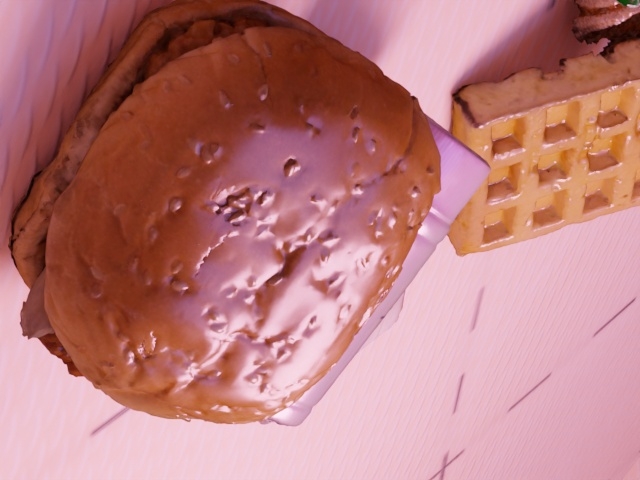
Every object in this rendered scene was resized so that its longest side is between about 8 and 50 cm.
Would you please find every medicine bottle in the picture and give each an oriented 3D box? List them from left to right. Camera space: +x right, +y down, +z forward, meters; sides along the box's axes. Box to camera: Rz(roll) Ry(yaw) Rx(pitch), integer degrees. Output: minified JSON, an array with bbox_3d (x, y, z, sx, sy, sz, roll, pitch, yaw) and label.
[{"bbox_3d":[0.000,0.000,1.304,0.254,0.152,0.152,-52,156,5],"label":"medicine bottle"}]

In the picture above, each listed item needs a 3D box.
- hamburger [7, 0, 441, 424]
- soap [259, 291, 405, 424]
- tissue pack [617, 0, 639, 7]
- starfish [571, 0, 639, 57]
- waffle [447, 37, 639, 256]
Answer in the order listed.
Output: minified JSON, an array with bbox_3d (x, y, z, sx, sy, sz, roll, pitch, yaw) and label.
[{"bbox_3d":[-0.061,-0.012,1.119,0.259,0.144,0.283,14,116,-40],"label":"hamburger"},{"bbox_3d":[-0.002,0.071,1.516,0.183,0.064,0.121,-36,153,-29],"label":"soap"},{"bbox_3d":[0.200,-0.284,1.249,0.156,0.148,0.209,-36,153,-14],"label":"tissue pack"},{"bbox_3d":[0.360,-0.240,1.635,0.303,0.113,0.312,-36,159,-3],"label":"starfish"},{"bbox_3d":[0.239,-0.089,1.604,0.248,0.055,0.221,-17,147,-9],"label":"waffle"}]
